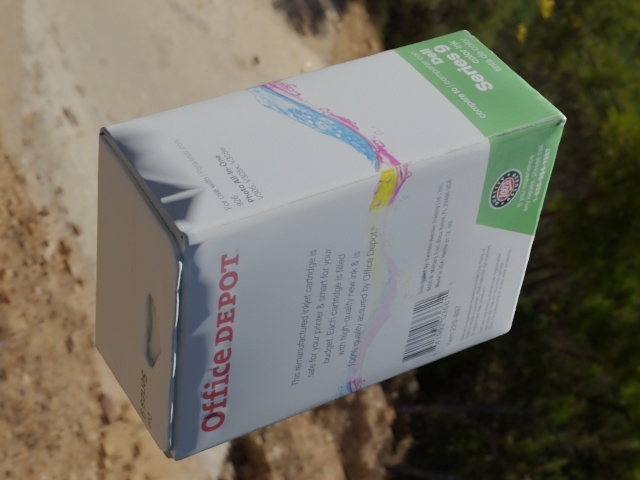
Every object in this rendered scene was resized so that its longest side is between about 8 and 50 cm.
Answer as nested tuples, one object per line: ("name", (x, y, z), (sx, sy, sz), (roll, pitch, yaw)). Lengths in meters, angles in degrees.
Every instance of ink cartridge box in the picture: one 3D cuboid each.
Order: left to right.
("ink cartridge box", (0.000, 0.000, 0.723), (0.212, 0.154, 0.093), (-20, 49, -27))
